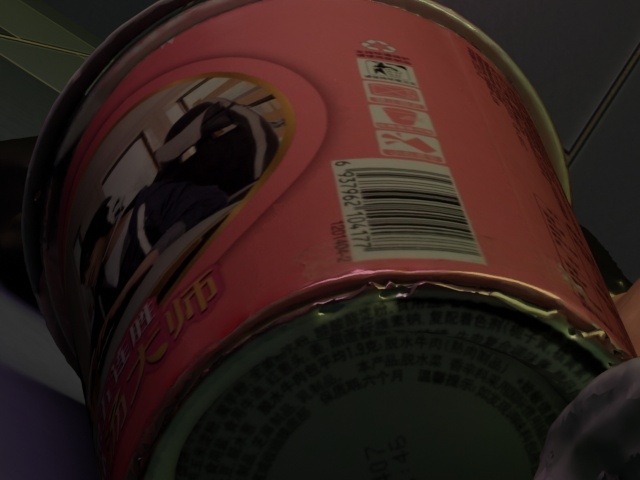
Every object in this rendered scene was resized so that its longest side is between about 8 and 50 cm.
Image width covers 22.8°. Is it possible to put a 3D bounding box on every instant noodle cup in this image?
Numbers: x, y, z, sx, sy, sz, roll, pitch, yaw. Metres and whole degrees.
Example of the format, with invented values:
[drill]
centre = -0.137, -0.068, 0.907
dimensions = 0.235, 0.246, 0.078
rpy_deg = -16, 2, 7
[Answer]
[instant noodle cup]
centre = 0.007, 0.042, 0.561
dimensions = 0.244, 0.244, 0.255
rpy_deg = 31, 15, -17

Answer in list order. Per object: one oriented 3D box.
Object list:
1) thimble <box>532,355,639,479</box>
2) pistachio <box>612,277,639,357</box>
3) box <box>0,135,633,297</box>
[thimble]
centre = 0.114, 0.126, 0.330
dimensions = 0.172, 0.205, 0.250
rpy_deg = 36, 8, -3
[pistachio]
centre = 0.207, 0.089, 0.663
dimensions = 0.214, 0.193, 0.318
rpy_deg = 3, 27, 23
[box]
centre = 0.000, 0.000, 0.932
dimensions = 0.359, 0.091, 0.350
rpy_deg = 10, 7, 4
